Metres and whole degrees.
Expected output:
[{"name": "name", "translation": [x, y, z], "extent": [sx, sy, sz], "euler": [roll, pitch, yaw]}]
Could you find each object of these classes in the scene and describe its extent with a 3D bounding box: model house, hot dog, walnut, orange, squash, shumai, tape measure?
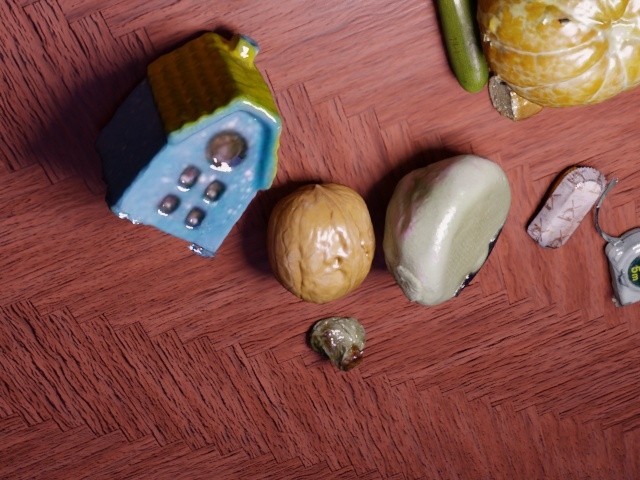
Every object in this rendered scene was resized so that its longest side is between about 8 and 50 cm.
[{"name": "model house", "translation": [-0.188, -0.168, 1.538], "extent": [0.216, 0.237, 0.303], "euler": [24, 115, -33]}, {"name": "hot dog", "translation": [0.479, -0.064, 1.942], "extent": [0.108, 0.059, 0.191], "euler": [13, 125, -23]}, {"name": "walnut", "translation": [0.000, 0.000, 1.763], "extent": [0.195, 0.195, 0.221], "euler": [-11, 122, -9]}, {"name": "orange", "translation": [0.407, -0.360, 1.561], "extent": [0.329, 0.249, 0.329], "euler": [-8, 122, -13]}, {"name": "squash", "translation": [0.234, -0.351, 1.633], "extent": [0.066, 0.066, 0.252], "euler": [-22, 130, 0]}, {"name": "shumai", "translation": [0.040, 0.216, 2.001], "extent": [0.124, 0.087, 0.099], "euler": [6, 126, -20]}, {"name": "tape measure", "translation": [0.640, -0.022, 2.023], "extent": [0.164, 0.084, 0.330], "euler": [-19, 120, -2]}]

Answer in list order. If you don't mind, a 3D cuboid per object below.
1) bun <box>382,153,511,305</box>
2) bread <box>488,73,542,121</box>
[{"name": "bun", "translation": [0.203, -0.037, 1.789], "extent": [0.293, 0.187, 0.293], "euler": [-41, 145, -37]}, {"name": "bread", "translation": [0.344, -0.260, 1.739], "extent": [0.070, 0.076, 0.083], "euler": [-25, 131, -13]}]
